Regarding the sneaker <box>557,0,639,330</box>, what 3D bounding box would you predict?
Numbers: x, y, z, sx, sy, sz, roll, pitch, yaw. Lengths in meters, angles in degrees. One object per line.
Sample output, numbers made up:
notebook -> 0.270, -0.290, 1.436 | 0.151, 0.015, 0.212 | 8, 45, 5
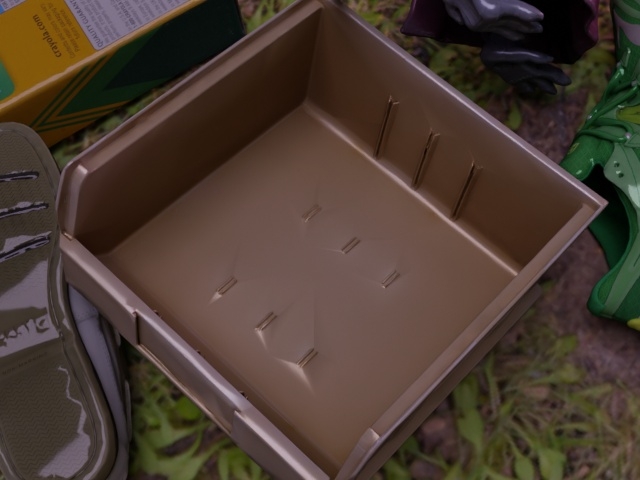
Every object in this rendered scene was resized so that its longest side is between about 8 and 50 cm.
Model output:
sneaker -> 0.233, -0.076, 0.732 | 0.123, 0.109, 0.295 | -1, 67, 8

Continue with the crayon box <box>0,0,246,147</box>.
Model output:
crayon box -> -0.255, -0.189, 0.862 | 0.323, 0.083, 0.203 | -31, 67, -8

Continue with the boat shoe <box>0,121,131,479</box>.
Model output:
boat shoe -> -0.214, 0.057, 0.753 | 0.113, 0.103, 0.302 | -17, 67, -1

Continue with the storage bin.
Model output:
storage bin -> 0.000, 0.000, 0.685 | 0.262, 0.123, 0.260 | 40, 61, 16

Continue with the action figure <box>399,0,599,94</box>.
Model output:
action figure -> 0.151, -0.310, 0.745 | 0.276, 0.248, 0.370 | 11, 85, -12

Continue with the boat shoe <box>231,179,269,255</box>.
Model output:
boat shoe -> -0.044, 0.016, 0.773 | 0.043, 0.049, 0.137 | -9, 69, 2
